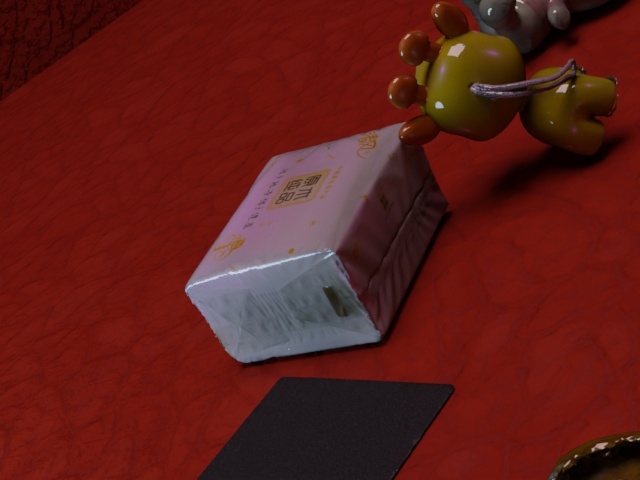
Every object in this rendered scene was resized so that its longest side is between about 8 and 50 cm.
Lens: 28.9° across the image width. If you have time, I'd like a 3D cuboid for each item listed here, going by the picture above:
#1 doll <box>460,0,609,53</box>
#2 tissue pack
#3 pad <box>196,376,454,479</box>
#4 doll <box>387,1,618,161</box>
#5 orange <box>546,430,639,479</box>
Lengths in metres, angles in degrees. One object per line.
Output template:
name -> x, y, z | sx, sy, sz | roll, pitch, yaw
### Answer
doll -> 0.296, -0.321, 1.560 | 0.275, 0.113, 0.155 | -31, 33, -19
tissue pack -> 0.000, 0.000, 1.244 | 0.185, 0.124, 0.225 | -11, 31, 32
pad -> 0.001, 0.168, 1.070 | 0.211, 0.003, 0.143 | -3, 36, 45
doll -> 0.171, -0.147, 1.237 | 0.135, 0.220, 0.143 | -133, 58, -65
orange -> 0.184, 0.179, 0.702 | 0.156, 0.134, 0.157 | -35, 25, 19
